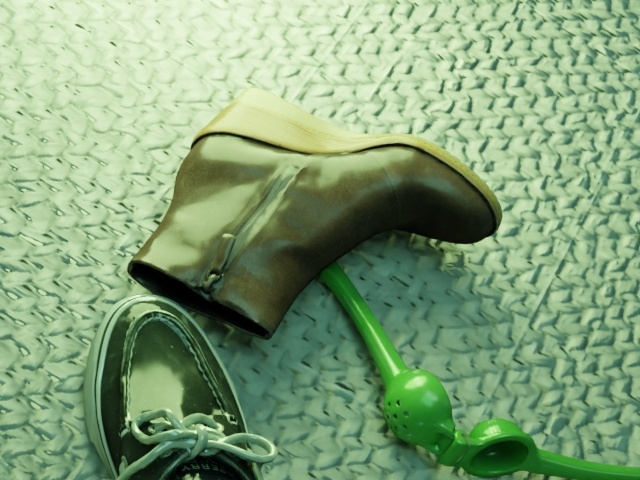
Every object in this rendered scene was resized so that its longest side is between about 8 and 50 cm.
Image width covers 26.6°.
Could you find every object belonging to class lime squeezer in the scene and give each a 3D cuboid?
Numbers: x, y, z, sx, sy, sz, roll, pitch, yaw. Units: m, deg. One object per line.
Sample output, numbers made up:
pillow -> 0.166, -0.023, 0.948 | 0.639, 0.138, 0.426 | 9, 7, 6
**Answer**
lime squeezer -> 0.113, 0.134, 1.024 | 0.310, 0.059, 0.110 | 32, 24, 3

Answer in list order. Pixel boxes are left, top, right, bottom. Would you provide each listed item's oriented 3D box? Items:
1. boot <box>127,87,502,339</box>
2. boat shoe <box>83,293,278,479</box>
boot -> 0.000, 0.000, 1.038 | 0.248, 0.090, 0.207 | 23, 54, 4
boat shoe -> -0.087, 0.160, 0.890 | 0.113, 0.105, 0.306 | 1, 59, -19
